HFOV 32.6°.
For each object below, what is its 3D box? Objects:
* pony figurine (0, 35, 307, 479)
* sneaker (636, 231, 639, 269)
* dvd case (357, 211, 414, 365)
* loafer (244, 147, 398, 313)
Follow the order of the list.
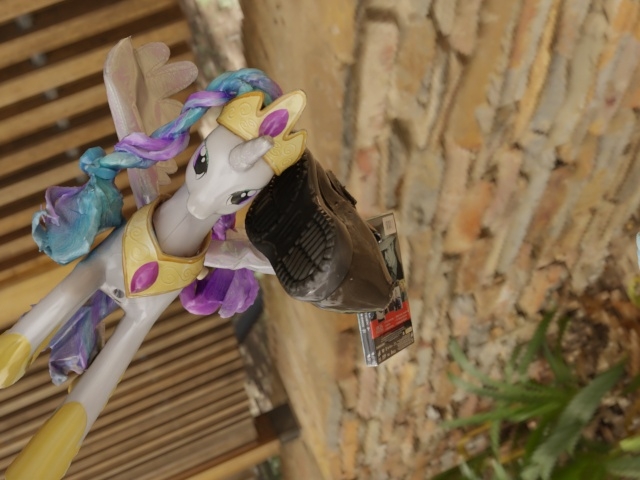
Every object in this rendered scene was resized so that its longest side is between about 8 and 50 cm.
[{"bbox_3d":[-0.125,0.003,0.918,0.303,0.363,0.351,40,-170,-6],"label":"pony figurine"},{"bbox_3d":[0.531,-0.013,1.303,0.366,0.135,0.150,-27,89,42],"label":"sneaker"},{"bbox_3d":[0.051,0.039,0.934,0.087,0.013,0.119,-19,-78,-62],"label":"dvd case"},{"bbox_3d":[0.000,0.000,0.827,0.078,0.080,0.220,34,-164,-23],"label":"loafer"}]
